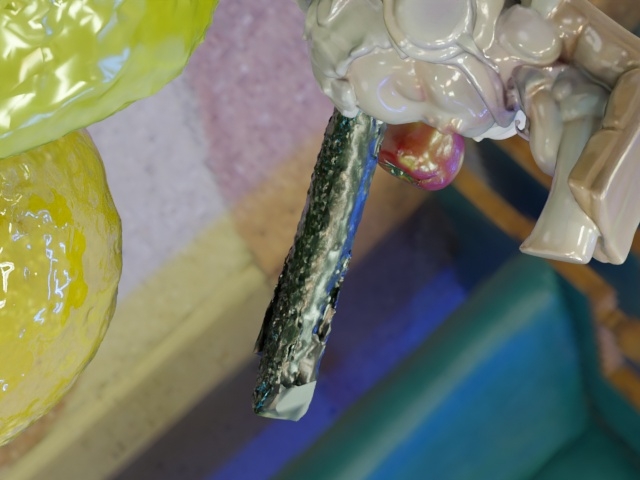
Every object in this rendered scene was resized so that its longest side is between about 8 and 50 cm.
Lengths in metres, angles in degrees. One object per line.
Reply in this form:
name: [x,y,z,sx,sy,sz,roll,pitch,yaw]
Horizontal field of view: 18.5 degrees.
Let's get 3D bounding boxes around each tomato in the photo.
tomato: [0.086,-0.087,1.725,0.075,0.087,0.087,-61,152,-9]

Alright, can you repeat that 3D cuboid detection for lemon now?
lemon: [-0.298,0.009,1.327,0.364,0.364,0.364,-32,148,-23]

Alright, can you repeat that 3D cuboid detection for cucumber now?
cucumber: [0.001,0.000,1.331,0.043,0.044,0.257,7,106,-32]

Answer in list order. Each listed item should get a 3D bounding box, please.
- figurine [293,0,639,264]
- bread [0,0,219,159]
figurine: [0.077,-0.089,1.041,0.141,0.237,0.162,-57,162,-6]
bread: [-0.209,-0.223,0.893,0.348,0.348,0.308,-29,144,-28]
